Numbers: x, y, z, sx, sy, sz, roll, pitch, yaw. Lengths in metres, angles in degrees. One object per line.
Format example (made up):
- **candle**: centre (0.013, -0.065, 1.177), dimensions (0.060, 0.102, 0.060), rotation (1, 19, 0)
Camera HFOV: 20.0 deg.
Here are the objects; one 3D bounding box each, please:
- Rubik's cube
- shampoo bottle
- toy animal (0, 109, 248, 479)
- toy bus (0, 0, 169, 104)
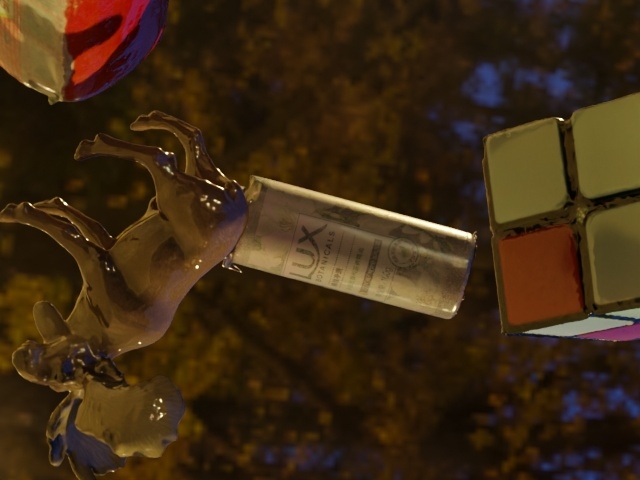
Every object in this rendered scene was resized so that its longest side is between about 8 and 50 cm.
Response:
- **Rubik's cube**: centre (0.253, -0.015, 1.440), dimensions (0.180, 0.183, 0.167), rotation (-14, -104, 38)
- **shampoo bottle**: centre (0.000, 0.000, 1.287), dimensions (0.072, 0.214, 0.072), rotation (-165, -90, -87)
- **toy animal**: centre (-0.126, 0.040, 1.157), dimensions (0.214, 0.186, 0.094), rotation (-41, 175, 12)
- **toy bus**: centre (-0.152, -0.187, 1.080), dimensions (0.120, 0.121, 0.265), rotation (42, -27, 15)
